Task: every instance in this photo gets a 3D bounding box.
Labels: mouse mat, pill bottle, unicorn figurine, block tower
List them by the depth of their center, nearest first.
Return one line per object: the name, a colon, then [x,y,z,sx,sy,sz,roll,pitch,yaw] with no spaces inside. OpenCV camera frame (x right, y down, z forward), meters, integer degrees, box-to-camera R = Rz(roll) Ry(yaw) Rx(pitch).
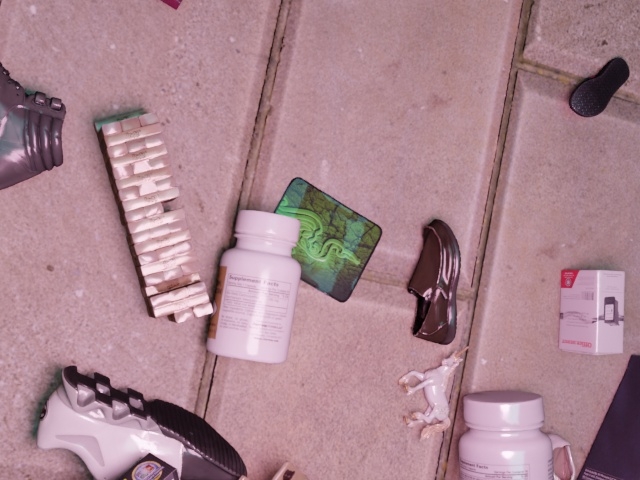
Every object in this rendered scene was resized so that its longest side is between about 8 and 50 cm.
block tower: [-0.261,-0.036,1.384,0.091,0.097,0.335,-17,92,-19]
pill bottle: [-0.100,0.073,1.412,0.131,0.131,0.229,11,85,-17]
mouse mat: [0.000,0.000,1.514,0.190,0.007,0.152,30,80,-14]
pill bottle: [0.318,0.408,1.522,0.160,0.160,0.283,-1,89,-18]
unicorn figurine: [0.196,0.259,1.547,0.111,0.060,0.161,-9,107,-19]

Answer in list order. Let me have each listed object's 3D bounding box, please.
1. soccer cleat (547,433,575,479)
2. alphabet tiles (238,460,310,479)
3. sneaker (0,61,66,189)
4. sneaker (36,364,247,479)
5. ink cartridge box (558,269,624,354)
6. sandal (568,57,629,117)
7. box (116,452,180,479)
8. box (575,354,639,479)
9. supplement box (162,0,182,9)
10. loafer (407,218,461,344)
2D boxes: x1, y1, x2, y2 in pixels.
soccer cleat: [0.424,0.448,1.599,0.068,0.076,0.196,-4,90,-18]
alphabet tiles: [-0.113,0.519,1.389,0.342,0.011,0.285,-51,130,-13]
sneaker: [-0.464,-0.226,1.324,0.147,0.104,0.295,-14,99,-20]
sneaker: [-0.276,0.323,1.368,0.331,0.122,0.146,29,98,-16]
ink cartridge box: [0.491,0.129,1.614,0.063,0.109,0.150,3,87,-21]
sandal: [0.522,-0.285,1.680,0.179,0.040,0.067,-39,106,-30]
box: [-0.277,0.471,1.272,0.216,0.060,0.270,-38,135,-38]
box: [0.672,0.408,1.628,0.296,0.183,0.294,30,78,-15]
supplement box: [-0.233,-0.424,1.432,0.055,0.043,0.083,29,80,-16]
loafer: [0.192,0.073,1.534,0.078,0.080,0.220,-1,89,-19]
